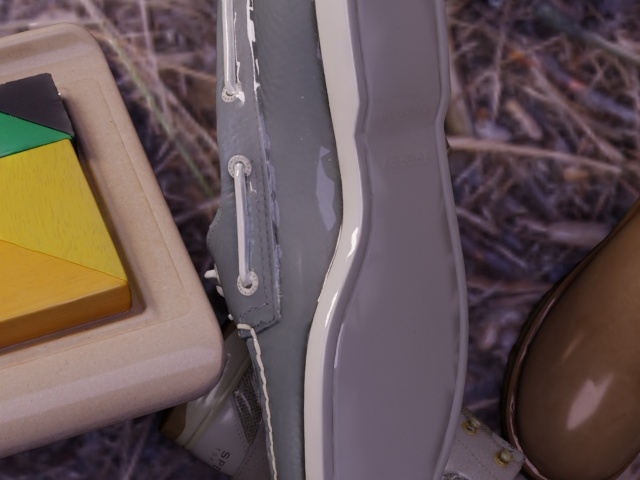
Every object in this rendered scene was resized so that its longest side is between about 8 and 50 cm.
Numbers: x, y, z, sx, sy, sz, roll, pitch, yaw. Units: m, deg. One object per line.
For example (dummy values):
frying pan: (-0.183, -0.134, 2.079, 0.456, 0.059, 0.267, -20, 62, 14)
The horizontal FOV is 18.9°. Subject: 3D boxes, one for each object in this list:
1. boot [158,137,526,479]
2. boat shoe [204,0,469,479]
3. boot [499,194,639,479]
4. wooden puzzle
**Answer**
boot: (0.041, 0.058, 0.980, 0.165, 0.077, 0.213, 37, 78, -3)
boat shoe: (0.000, 0.000, 0.911, 0.116, 0.099, 0.319, 0, 90, -53)
boot: (0.190, 0.008, 0.913, 0.089, 0.269, 0.236, 31, 76, -3)
wooden puzzle: (-0.182, -0.001, 0.920, 0.221, 0.044, 0.238, -16, 53, -12)
